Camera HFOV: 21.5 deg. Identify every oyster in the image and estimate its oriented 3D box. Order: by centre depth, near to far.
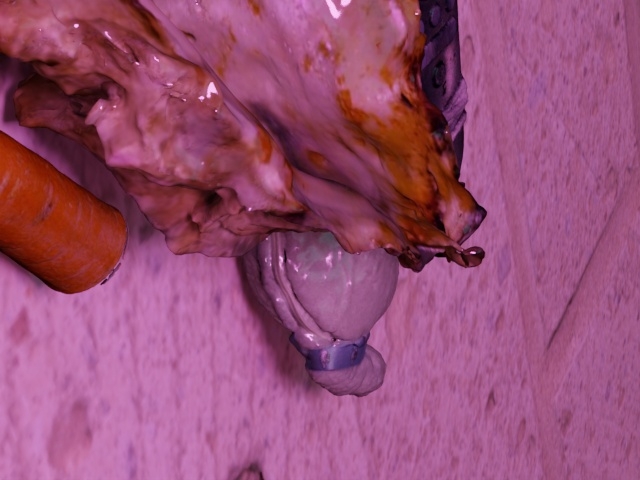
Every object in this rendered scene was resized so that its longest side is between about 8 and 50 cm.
[{"bbox_3d":[-0.026,-0.061,0.792,0.221,0.096,0.361,61,28,4],"label":"oyster"}]

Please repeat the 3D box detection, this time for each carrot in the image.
[{"bbox_3d":[-0.131,-0.020,0.692,0.139,0.048,0.048,41,57,-58],"label":"carrot"}]

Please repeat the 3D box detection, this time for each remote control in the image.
[{"bbox_3d":[0.048,-0.137,1.052,0.090,0.066,0.265,-40,136,-39],"label":"remote control"}]

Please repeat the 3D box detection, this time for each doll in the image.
[{"bbox_3d":[0.000,0.000,0.944,0.103,0.072,0.214,-49,132,-53],"label":"doll"}]
